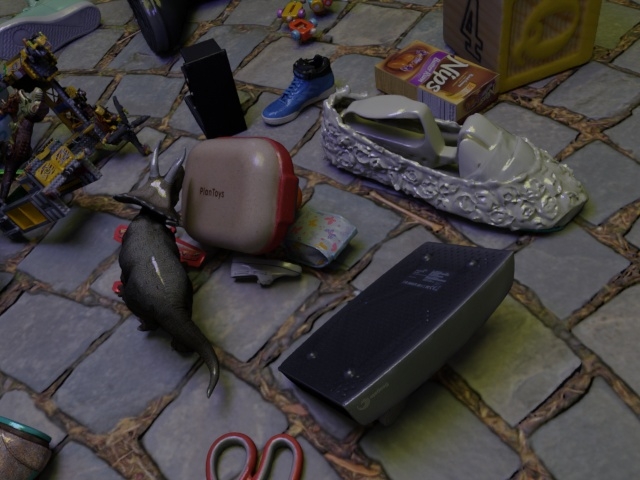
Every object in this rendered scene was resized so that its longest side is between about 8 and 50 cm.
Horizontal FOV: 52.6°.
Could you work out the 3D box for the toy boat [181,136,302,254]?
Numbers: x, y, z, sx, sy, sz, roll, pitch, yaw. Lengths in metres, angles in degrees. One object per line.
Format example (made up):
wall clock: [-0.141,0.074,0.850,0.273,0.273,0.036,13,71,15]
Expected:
toy boat: [-0.092,-0.063,0.898,0.151,0.151,0.231,3,5,-41]

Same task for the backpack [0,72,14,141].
backpack: [-0.700,-0.262,1.143,0.290,0.274,0.355,-20,54,-38]

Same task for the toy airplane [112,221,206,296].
toy airplane: [-0.238,0.030,0.917,0.151,0.028,0.151,-1,50,2]

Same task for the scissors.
scissors: [-0.107,0.317,0.628,0.108,0.021,0.297,10,49,17]

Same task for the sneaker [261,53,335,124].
sneaker: [-0.043,-0.266,1.115,0.152,0.085,0.058,-31,49,-17]

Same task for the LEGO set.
LEGO set: [-0.420,-0.170,0.981,0.192,0.255,0.331,-14,27,36]

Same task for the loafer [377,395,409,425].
loafer: [0.093,0.149,0.732,0.039,0.045,0.125,21,57,36]

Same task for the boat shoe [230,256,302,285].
boat shoe: [-0.074,0.044,0.873,0.100,0.035,0.035,6,76,11]

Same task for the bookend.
bookend: [-0.200,-0.278,1.108,0.072,0.157,0.156,-24,48,-12]

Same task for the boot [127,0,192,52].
boot: [-0.198,-0.586,1.420,0.444,0.146,0.367,-19,48,-13]

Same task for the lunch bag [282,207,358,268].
lunch bag: [0.000,0.000,0.883,0.083,0.053,0.071,13,49,35]

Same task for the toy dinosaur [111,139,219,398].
toy dinosaur: [-0.201,0.045,0.788,0.120,0.160,0.314,-9,54,-9]

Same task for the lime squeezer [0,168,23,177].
lime squeezer: [-0.638,-0.080,1.081,0.310,0.059,0.110,-30,49,-17]

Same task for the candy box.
candy box: [0.194,-0.268,1.095,0.109,0.053,0.186,-36,52,-22]

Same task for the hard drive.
hard drive: [0.089,0.095,0.727,0.254,0.054,0.172,-38,20,-21]

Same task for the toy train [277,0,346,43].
toy train: [-0.014,-0.454,1.315,0.125,0.046,0.166,32,64,32]

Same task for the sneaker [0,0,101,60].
sneaker: [-0.631,-0.476,1.420,0.151,0.094,0.256,34,51,28]

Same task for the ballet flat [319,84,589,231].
ballet flat: [0.167,-0.125,0.912,0.408,0.147,0.147,19,54,25]

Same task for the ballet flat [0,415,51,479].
ballet flat: [-0.456,0.220,0.737,0.315,0.108,0.106,13,65,23]

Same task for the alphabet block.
alphabet block: [0.333,-0.399,1.093,0.192,0.194,0.197,-22,47,-7]
